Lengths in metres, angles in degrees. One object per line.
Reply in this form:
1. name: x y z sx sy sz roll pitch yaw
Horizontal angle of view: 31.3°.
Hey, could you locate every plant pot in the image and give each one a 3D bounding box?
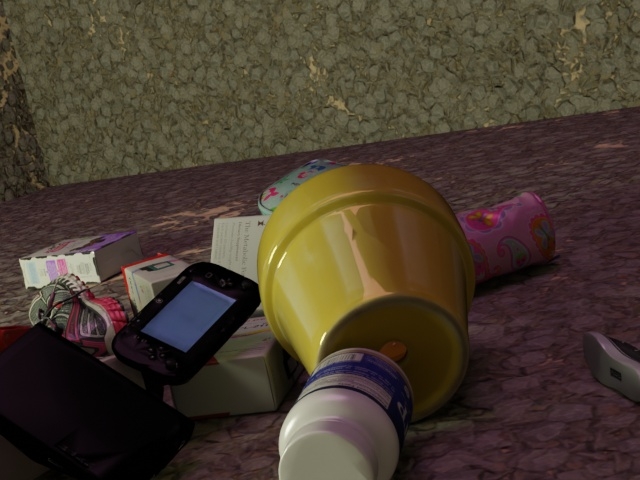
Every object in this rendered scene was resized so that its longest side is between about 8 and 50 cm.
1. plant pot: 0.062 0.073 1.270 0.254 0.254 0.239 -12 27 -2

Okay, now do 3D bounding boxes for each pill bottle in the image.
1. pill bottle: 0.022 0.180 1.063 0.112 0.112 0.187 -9 12 14

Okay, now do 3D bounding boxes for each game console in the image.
1. game console: -0.203 0.126 1.279 0.213 0.044 0.361 30 41 12

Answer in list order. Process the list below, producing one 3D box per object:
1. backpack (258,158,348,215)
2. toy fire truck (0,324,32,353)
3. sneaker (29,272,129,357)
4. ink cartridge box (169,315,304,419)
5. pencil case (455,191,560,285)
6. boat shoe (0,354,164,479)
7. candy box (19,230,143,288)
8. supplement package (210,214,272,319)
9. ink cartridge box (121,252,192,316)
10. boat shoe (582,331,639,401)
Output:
1. backpack: 0.000 0.000 1.759 0.253 0.191 0.225 -38 36 -26
2. toy fire truck: -0.437 0.193 1.420 0.192 0.135 0.047 -21 14 -39
3. sneaker: -0.390 0.126 1.748 0.112 0.121 0.299 -21 14 -29
4. ink cartridge box: -0.099 0.154 1.420 0.127 0.072 0.175 -9 12 14
5. pencil case: 0.209 0.017 1.677 0.284 0.124 0.124 -16 12 -24
6. boat shoe: -0.357 0.220 1.310 0.340 0.127 0.158 -14 -1 -27
7. candy box: -0.503 0.041 2.407 0.196 0.070 0.165 -6 13 25
8. supplement package: -0.013 0.043 1.548 0.244 0.139 0.134 -4 -18 24
9. ink cartridge box: -0.226 0.098 1.670 0.078 0.134 0.231 -17 11 -20
10. boat shoe: 0.317 0.130 1.182 0.040 0.049 0.142 -8 17 -11
